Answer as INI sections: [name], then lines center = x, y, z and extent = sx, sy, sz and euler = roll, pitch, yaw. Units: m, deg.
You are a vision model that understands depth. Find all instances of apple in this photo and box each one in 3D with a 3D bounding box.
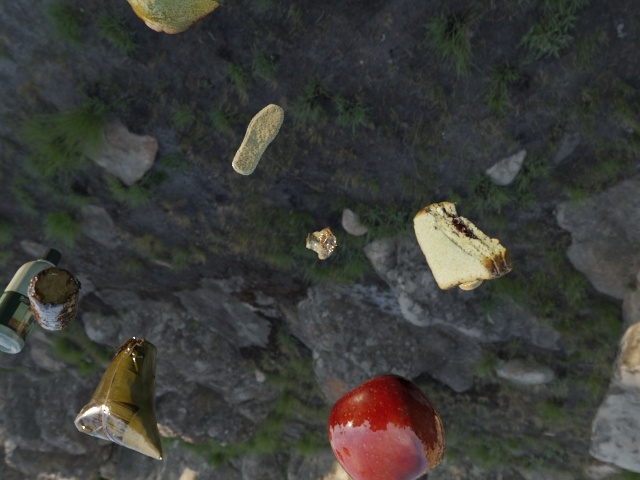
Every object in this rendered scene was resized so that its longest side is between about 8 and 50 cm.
[apple]
center = 0.125, 0.370, 0.921
extent = 0.201, 0.218, 0.218
euler = 54, 159, 26

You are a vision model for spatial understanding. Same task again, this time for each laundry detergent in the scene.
[laundry detergent]
center = -0.608, 0.113, 0.994
extent = 0.070, 0.226, 0.099
euler = 0, 140, 10

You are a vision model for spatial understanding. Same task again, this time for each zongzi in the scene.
[zongzi]
center = -0.469, 0.413, 1.281
extent = 0.300, 0.274, 0.145
euler = 5, 149, 29

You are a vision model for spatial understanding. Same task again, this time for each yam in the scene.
[yam]
center = -0.457, 0.102, 0.823
extent = 0.079, 0.079, 0.141
euler = 25, 145, -12

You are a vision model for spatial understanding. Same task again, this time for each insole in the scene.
[insole]
center = -0.174, -0.288, 1.340
extent = 0.081, 0.248, 0.011
euler = 26, 157, -6

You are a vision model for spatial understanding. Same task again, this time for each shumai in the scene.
[shumai]
center = -0.002, 0.004, 1.977
extent = 0.116, 0.146, 0.145
euler = 23, 148, -17

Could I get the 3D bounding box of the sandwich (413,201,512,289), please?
[sandwich]
center = 0.378, 0.003, 1.323
extent = 0.099, 0.254, 0.288
euler = -15, 174, -15

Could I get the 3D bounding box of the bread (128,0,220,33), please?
[bread]
center = -0.196, -0.338, 0.593
extent = 0.125, 0.156, 0.086
euler = -11, 168, 10

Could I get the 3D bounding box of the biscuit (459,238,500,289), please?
[biscuit]
center = 0.510, 0.081, 1.584
extent = 0.153, 0.234, 0.030
euler = -15, 119, 37
